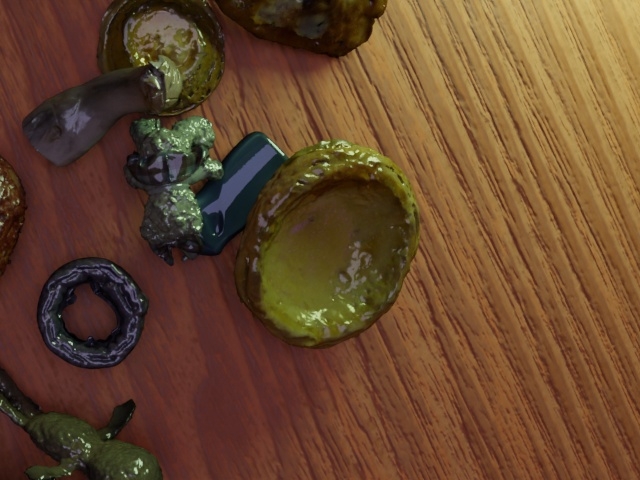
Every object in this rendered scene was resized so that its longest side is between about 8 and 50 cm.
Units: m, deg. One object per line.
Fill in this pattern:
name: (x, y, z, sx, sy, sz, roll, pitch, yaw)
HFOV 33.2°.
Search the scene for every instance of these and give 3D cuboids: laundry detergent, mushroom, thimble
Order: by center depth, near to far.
mushroom: (-0.285, -0.178, 1.423, 0.223, 0.092, 0.081, -24, 135, 12)
thimble: (-0.306, 0.095, 1.440, 0.150, 0.098, 0.150, 0, 90, -11)
laundry detergent: (-0.129, -0.052, 1.497, 0.096, 0.061, 0.206, 45, 82, -15)

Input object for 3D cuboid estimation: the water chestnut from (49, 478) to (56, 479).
water chestnut: (-0.391, 0.427, 1.347, 0.350, 0.350, 0.302, 20, 46, -11)

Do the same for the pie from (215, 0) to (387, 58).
pie: (-0.026, -0.389, 1.455, 0.308, 0.085, 0.308, -11, 131, -13)

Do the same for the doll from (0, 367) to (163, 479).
doll: (-0.339, 0.258, 1.390, 0.286, 0.202, 0.091, 24, 102, -14)

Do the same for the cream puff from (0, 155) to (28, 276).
cream puff: (-0.500, -0.026, 1.374, 0.240, 0.164, 0.240, -1, 96, -12)

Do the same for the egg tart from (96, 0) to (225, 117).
egg tart: (-0.216, -0.265, 1.476, 0.191, 0.074, 0.191, 0, 91, -14)

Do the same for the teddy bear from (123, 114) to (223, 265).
teddy bear: (-0.198, -0.086, 1.420, 0.133, 0.111, 0.213, -7, 65, 4)

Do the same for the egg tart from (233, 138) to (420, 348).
egg tart: (0.000, 0.000, 1.473, 0.294, 0.123, 0.294, -10, 112, -25)
